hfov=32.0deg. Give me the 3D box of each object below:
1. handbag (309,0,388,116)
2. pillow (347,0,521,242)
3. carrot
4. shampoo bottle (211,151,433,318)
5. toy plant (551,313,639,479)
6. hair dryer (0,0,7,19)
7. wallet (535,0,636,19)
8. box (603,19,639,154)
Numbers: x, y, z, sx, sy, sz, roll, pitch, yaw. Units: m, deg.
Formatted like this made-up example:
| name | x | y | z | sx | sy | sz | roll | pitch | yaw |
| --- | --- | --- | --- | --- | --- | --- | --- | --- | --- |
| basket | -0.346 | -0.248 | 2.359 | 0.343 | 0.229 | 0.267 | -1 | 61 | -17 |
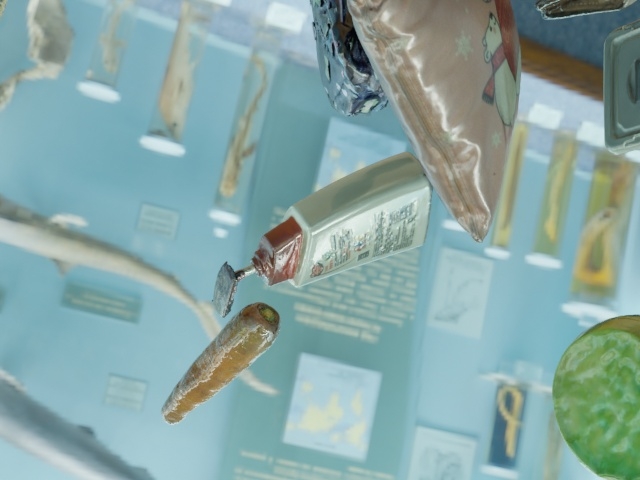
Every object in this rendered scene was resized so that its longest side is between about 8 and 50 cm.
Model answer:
| name | x | y | z | sx | sy | sz | roll | pitch | yaw |
| --- | --- | --- | --- | --- | --- | --- | --- | --- | --- |
| handbag | 0.044 | -0.264 | 1.188 | 0.113 | 0.260 | 0.162 | -3 | 166 | -1 |
| pillow | 0.097 | -0.150 | 0.829 | 0.084 | 0.236 | 0.223 | -8 | 127 | 27 |
| carrot | -0.102 | 0.126 | 1.071 | 0.047 | 0.047 | 0.191 | 20 | 128 | -33 |
| shampoo bottle | 0.000 | 0.000 | 1.330 | 0.284 | 0.071 | 0.153 | -23 | 147 | -18 |
| toy plant | 0.417 | 0.172 | 1.259 | 0.316 | 0.184 | 0.224 | 3 | -149 | -39 |
| hair dryer | -0.362 | -0.270 | 0.849 | 0.173 | 0.107 | 0.357 | 17 | 166 | 1 |
| wallet | 0.252 | -0.227 | 0.897 | 0.039 | 0.153 | 0.118 | 58 | 157 | -16 |
| box | 0.309 | -0.138 | 1.016 | 0.062 | 0.122 | 0.089 | 12 | 165 | -31 |
